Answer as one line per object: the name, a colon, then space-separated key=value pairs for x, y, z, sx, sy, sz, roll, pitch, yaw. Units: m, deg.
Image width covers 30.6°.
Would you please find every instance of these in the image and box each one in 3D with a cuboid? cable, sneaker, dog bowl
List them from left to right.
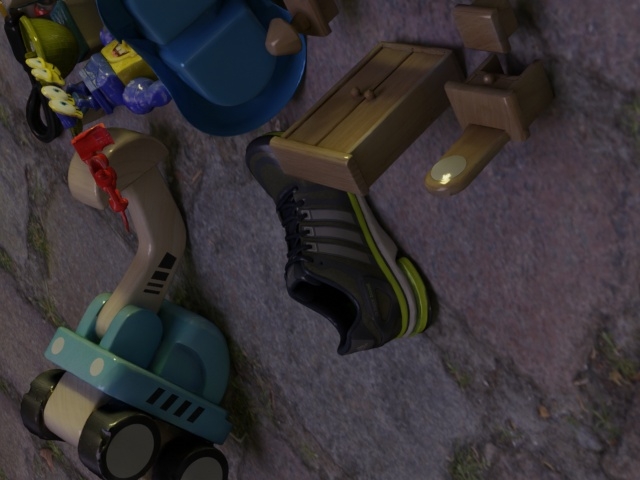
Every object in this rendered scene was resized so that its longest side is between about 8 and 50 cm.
cable: x=-0.419 y=-0.271 z=1.799 sx=0.139 sy=0.072 sz=0.287 roll=18 pitch=140 yaw=26
dog bowl: x=-0.137 y=-0.244 z=1.271 sx=0.074 sy=0.166 sz=0.297 roll=46 pitch=178 yaw=45
sneaker: x=0.000 y=0.000 z=1.338 sx=0.300 sy=0.121 sz=0.111 roll=52 pitch=144 yaw=16

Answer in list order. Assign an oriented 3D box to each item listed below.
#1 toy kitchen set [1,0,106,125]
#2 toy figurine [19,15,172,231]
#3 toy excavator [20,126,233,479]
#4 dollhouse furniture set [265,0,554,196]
toy kitchen set: x=-0.378 y=-0.275 z=1.655 sx=0.207 sy=0.122 sz=0.166 roll=61 pitch=146 yaw=4
toy figurine: x=-0.230 y=-0.202 z=1.468 sx=0.362 sy=0.217 sz=0.191 roll=51 pitch=169 yaw=53
toy excavator: x=-0.259 y=0.114 z=1.698 sx=0.222 sy=0.445 sz=0.433 roll=17 pitch=166 yaw=46
dollhouse furniture set: x=0.000 y=-0.229 z=1.042 sx=0.303 sy=0.174 sz=0.355 roll=18 pitch=146 yaw=46
